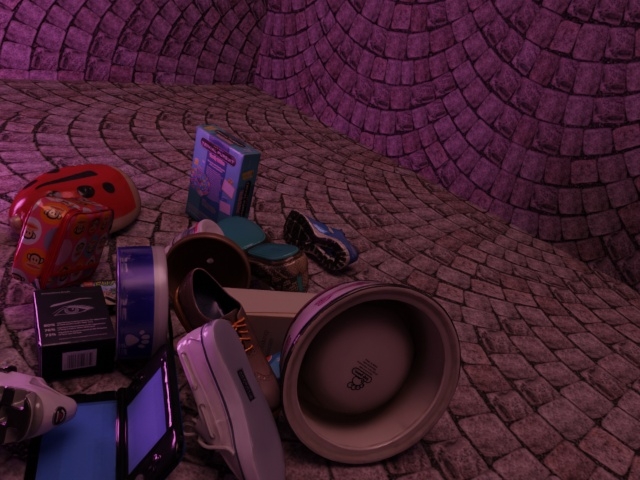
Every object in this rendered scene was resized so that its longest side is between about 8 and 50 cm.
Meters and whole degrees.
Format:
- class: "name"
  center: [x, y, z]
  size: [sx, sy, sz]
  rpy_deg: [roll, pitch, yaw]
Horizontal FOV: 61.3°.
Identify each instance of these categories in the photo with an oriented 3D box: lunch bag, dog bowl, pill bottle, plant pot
- class: "lunch bag"
  center: [-0.658, 0.020, 1.383]
  size: [0.120, 0.258, 0.293]
  rpy_deg: [22, 5, -1]
- class: "dog bowl"
  center: [0.094, 0.269, 1.187]
  size: [0.408, 0.407, 0.150]
  rpy_deg: [5, 12, -20]
- class: "dog bowl"
  center: [-0.422, 0.144, 1.262]
  size: [0.104, 0.264, 0.265]
  rpy_deg: [1, 31, -22]
- class: "pill bottle"
  center: [-0.380, 0.022, 1.597]
  size: [0.108, 0.180, 0.108]
  rpy_deg: [44, 30, -34]
- class: "plant pot"
  center: [-0.309, 0.077, 1.485]
  size: [0.238, 0.237, 0.109]
  rpy_deg: [10, 20, -10]

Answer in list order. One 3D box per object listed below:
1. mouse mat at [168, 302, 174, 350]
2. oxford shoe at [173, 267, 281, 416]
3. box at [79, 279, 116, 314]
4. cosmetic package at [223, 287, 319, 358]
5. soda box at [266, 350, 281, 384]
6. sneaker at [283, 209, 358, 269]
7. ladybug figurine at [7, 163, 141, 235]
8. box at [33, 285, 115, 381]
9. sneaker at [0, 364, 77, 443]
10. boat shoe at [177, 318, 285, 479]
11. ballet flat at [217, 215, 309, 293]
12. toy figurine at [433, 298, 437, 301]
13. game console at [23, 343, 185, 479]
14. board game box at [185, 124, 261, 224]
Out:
- class: "mouse mat"
  center: [-0.347, 0.215, 1.250]
  size: [0.007, 0.189, 0.152]
  rpy_deg: [-5, 33, -19]
- class: "oxford shoe"
  center: [-0.197, 0.221, 1.163]
  size: [0.130, 0.132, 0.363]
  rpy_deg: [-31, 76, -36]
- class: "box"
  center: [-0.528, 0.149, 1.445]
  size: [0.207, 0.036, 0.114]
  rpy_deg: [-2, 32, -30]
- class: "cosmetic package"
  center: [-0.133, 0.219, 1.386]
  size: [0.310, 0.160, 0.113]
  rpy_deg: [4, 30, -18]
- class: "soda box"
  center: [-0.123, 0.328, 1.287]
  size: [0.071, 0.067, 0.210]
  rpy_deg: [35, 33, 33]
- class: "sneaker"
  center: [0.000, 0.000, 1.933]
  size: [0.330, 0.129, 0.147]
  rpy_deg: [37, 20, 30]
- class: "ladybug figurine"
  center: [-0.766, -0.131, 1.710]
  size: [0.305, 0.161, 0.449]
  rpy_deg: [25, 29, 17]
- class: "box"
  center: [-0.568, 0.207, 1.239]
  size: [0.153, 0.108, 0.207]
  rpy_deg: [-2, 32, -30]
- class: "sneaker"
  center: [-0.617, 0.306, 1.038]
  size: [0.331, 0.122, 0.146]
  rpy_deg: [11, -5, 23]
- class: "boat shoe"
  center: [-0.199, 0.351, 1.065]
  size: [0.366, 0.157, 0.136]
  rpy_deg: [67, 18, 5]
- class: "ballet flat"
  center: [-0.184, 0.066, 1.602]
  size: [0.164, 0.181, 0.483]
  rpy_deg: [-23, 25, -26]
- class: "toy figurine"
  center: [0.304, 0.245, 1.560]
  size: [0.130, 0.159, 0.173]
  rpy_deg: [-13, 39, -42]
- class: "game console"
  center: [-0.402, 0.346, 1.010]
  size: [0.173, 0.250, 0.293]
  rpy_deg: [31, 17, -33]
- class: "board game box"
  center: [-0.341, -0.192, 1.852]
  size: [0.254, 0.335, 0.079]
  rpy_deg: [34, 33, 31]
